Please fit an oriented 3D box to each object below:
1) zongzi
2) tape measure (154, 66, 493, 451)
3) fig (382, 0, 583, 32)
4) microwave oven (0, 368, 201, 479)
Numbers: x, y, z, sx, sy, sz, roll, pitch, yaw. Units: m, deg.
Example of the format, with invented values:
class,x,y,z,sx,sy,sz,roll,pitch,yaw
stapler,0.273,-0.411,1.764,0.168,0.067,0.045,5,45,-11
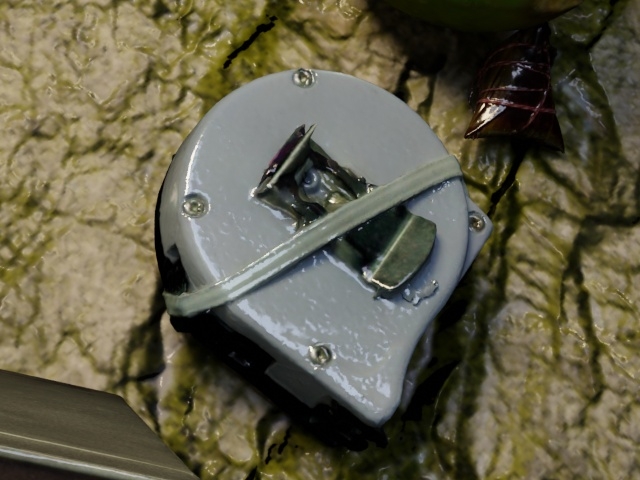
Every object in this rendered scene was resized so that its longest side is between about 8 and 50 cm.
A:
class,x,y,z,sx,sy,sz,roll,pitch,yaw
zongzi,0.116,-0.087,0.919,0.073,0.067,0.083,-16,90,-28
tape measure,-0.004,-0.003,0.821,0.181,0.107,0.182,33,65,-7
fig,0.101,-0.209,0.888,0.181,0.181,0.191,-13,53,-20
microwave oven,-0.293,0.137,0.534,0.432,0.374,0.236,14,87,-12
